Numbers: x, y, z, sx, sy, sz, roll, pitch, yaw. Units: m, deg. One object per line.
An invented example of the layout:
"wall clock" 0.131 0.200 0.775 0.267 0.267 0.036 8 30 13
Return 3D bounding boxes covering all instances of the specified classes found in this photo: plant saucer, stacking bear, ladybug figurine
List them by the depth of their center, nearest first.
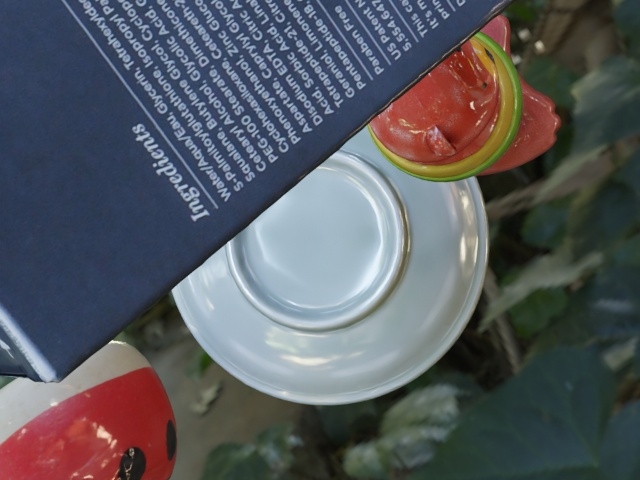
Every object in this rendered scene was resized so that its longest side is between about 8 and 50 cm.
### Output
"stacking bear" 0.114 -0.131 1.326 0.164 0.175 0.289 -29 -2 13
"ladybug figurine" -0.304 0.278 1.562 0.449 0.162 0.305 -37 -24 -46
"plant saucer" 0.000 0.000 1.704 0.400 0.400 0.100 -35 -6 6

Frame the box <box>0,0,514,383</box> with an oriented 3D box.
"box" -0.115 -0.115 0.886 0.395 0.212 0.293 -42 14 -22
